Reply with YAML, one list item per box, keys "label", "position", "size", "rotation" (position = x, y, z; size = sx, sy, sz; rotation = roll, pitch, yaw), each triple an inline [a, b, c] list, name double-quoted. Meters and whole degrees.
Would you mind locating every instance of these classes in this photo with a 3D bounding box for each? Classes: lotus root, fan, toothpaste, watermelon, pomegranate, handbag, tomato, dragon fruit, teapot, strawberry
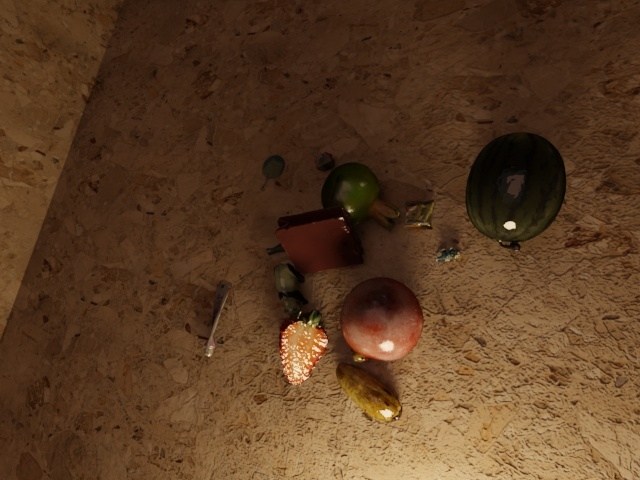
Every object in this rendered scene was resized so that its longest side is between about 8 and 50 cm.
- label: "lotus root"
  position: [0.152, 0.503, 1.353]
  size: [0.258, 0.097, 0.110]
  rotation: [28, 90, 32]
- label: "fan"
  position: [-0.223, -0.298, 1.804]
  size: [0.113, 0.005, 0.175]
  rotation: [24, 86, 28]
- label: "toothpaste"
  position: [-0.434, 0.326, 1.695]
  size: [0.075, 0.048, 0.301]
  rotation: [-15, 59, 49]
- label: "watermelon"
  position: [0.586, -0.147, 1.241]
  size: [0.279, 0.279, 0.359]
  rotation: [13, 86, 27]
- label: "pomegranate"
  position: [0.147, -0.147, 1.485]
  size: [0.302, 0.236, 0.236]
  rotation: [32, 89, 16]
- label: "handbag"
  position: [-0.001, 0.001, 1.477]
  size: [0.275, 0.260, 0.084]
  rotation: [-8, 43, 20]
- label: "tomato"
  position: [0.195, 0.242, 1.317]
  size: [0.270, 0.227, 0.270]
  rotation: [-7, 49, 8]
- label: "dragon fruit"
  position: [0.023, -0.323, 1.669]
  size: [0.083, 0.060, 0.056]
  rotation: [-29, 63, 25]
- label: "teapot"
  position: [-0.170, 0.032, 1.667]
  size: [0.110, 0.043, 0.043]
  rotation: [-19, 68, 23]
- label: "strawberry"
  position: [-0.073, 0.364, 1.467]
  size: [0.106, 0.188, 0.286]
  rotation: [-149, 72, -67]

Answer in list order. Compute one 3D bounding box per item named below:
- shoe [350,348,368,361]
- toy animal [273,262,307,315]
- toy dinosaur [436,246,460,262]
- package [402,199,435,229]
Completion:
- label: "shoe"
  position: [0.130, 0.369, 1.416]
  size: [0.069, 0.072, 0.109]
  rotation: [-7, 73, -18]
- label: "toy animal"
  position: [-0.117, 0.188, 1.549]
  size: [0.094, 0.121, 0.225]
  rotation: [-17, 70, 19]
- label: "toy dinosaur"
  position: [0.434, 0.051, 1.391]
  size: [0.083, 0.030, 0.047]
  rotation: [-11, 69, 22]
- label: "package"
  position: [0.354, -0.092, 1.470]
  size: [0.108, 0.031, 0.121]
  rotation: [1, 70, 24]
